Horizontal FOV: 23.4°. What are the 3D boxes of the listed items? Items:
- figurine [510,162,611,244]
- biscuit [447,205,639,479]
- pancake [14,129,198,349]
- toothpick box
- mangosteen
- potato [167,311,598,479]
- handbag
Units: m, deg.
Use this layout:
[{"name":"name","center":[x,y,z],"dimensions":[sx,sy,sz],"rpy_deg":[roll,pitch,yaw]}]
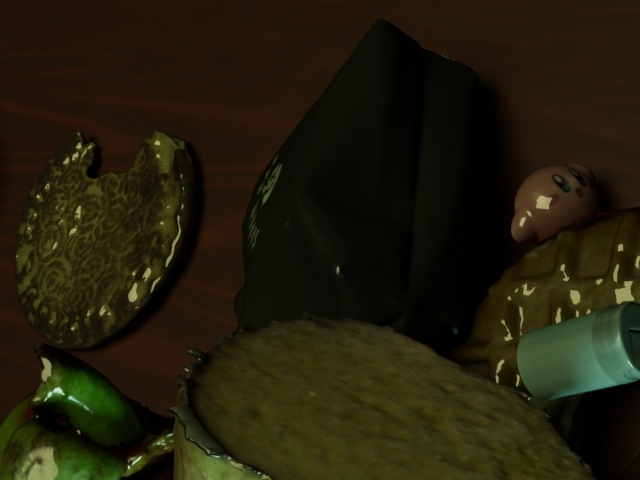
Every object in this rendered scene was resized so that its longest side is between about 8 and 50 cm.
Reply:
[{"name":"figurine","center":[0.184,-0.023,1.209],"dimensions":[0.071,0.083,0.067],"rpy_deg":[64,166,14]},{"name":"biscuit","center":[0.213,0.134,1.084],"dimensions":[0.332,0.103,0.332],"rpy_deg":[-21,59,39]},{"name":"pancake","center":[-0.237,-0.015,1.671],"dimensions":[0.288,0.033,0.286],"rpy_deg":[-41,46,25]},{"name":"toothpick box","center":[0.179,0.075,1.030],"dimensions":[0.083,0.052,0.052],"rpy_deg":[-20,58,41]},{"name":"mangosteen","center":[-0.140,0.241,1.226],"dimensions":[0.306,0.306,0.359],"rpy_deg":[8,105,47]},{"name":"potato","center":[0.014,0.222,1.012],"dimensions":[0.301,0.289,0.237],"rpy_deg":[21,112,16]},{"name":"handbag","center":[0.000,0.000,1.308],"dimensions":[0.288,0.152,0.342],"rpy_deg":[-45,24,41]}]
